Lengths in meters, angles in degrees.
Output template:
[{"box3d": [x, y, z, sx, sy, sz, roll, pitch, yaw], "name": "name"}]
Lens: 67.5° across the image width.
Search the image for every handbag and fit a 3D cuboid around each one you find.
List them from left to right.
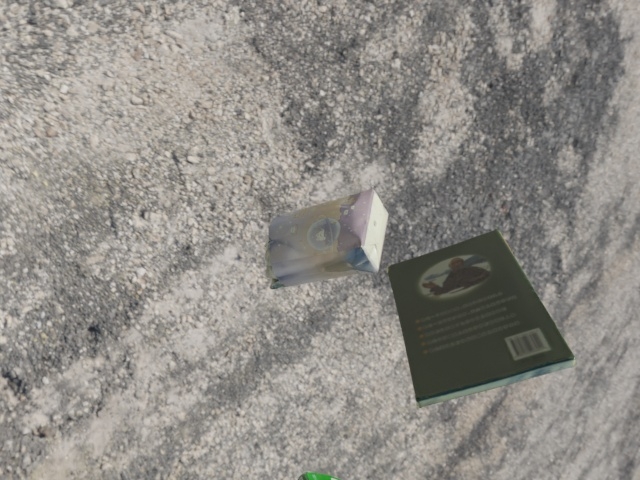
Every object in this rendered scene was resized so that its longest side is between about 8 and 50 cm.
[{"box3d": [0.000, 0.000, 0.656, 0.095, 0.173, 0.117, 54, 36, -33], "name": "handbag"}]

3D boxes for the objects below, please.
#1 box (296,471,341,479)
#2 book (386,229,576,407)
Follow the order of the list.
[{"box3d": [-0.024, 0.485, 0.684, 0.103, 0.180, 0.250, 33, 91, -19], "name": "box"}, {"box3d": [0.273, 0.130, 0.911, 0.260, 0.371, 0.043, -20, 121, 13], "name": "book"}]
